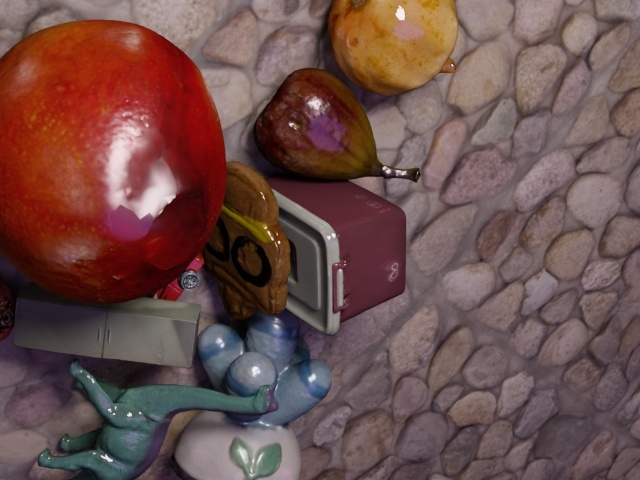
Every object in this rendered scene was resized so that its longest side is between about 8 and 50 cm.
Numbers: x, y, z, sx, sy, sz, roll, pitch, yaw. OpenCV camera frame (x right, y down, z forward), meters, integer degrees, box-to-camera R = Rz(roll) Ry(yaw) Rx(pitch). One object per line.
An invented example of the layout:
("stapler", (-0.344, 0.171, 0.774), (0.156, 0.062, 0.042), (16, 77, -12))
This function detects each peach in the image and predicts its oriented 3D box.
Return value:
("peach", (-0.294, -0.096, 1.325), (0.388, 0.388, 0.388), (-11, 118, -22))

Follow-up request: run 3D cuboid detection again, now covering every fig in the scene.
("fig", (0.035, -0.158, 1.572), (0.274, 0.145, 0.170), (28, 98, -11))

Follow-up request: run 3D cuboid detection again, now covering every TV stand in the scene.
("TV stand", (-0.323, 0.130, 1.517), (0.270, 0.088, 0.082), (7, 104, -2))

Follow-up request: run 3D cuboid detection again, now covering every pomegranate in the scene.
("pomegranate", (0.110, -0.329, 1.524), (0.207, 0.207, 0.207), (-11, 118, -22))

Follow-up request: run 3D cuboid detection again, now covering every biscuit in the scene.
("biscuit", (-0.131, 0.011, 1.559), (0.041, 0.208, 0.290), (-26, 135, -38))

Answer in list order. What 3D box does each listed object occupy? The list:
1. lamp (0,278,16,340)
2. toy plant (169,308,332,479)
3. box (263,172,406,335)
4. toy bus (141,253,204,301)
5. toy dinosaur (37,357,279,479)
("lamp", (-0.503, 0.107, 1.483), (0.107, 0.092, 0.107), (-33, 129, -53))
("toy plant", (-0.108, 0.260, 1.696), (0.247, 0.247, 0.332), (11, 102, -30))
("box", (0.000, 0.000, 1.576), (0.168, 0.294, 0.193), (-20, 122, -30))
("toy bus", (-0.275, 0.082, 1.596), (0.089, 0.081, 0.195), (37, 94, -25))
("toy dinosaur", (-0.271, 0.344, 1.601), (0.331, 0.129, 0.383), (21, 112, 2))
